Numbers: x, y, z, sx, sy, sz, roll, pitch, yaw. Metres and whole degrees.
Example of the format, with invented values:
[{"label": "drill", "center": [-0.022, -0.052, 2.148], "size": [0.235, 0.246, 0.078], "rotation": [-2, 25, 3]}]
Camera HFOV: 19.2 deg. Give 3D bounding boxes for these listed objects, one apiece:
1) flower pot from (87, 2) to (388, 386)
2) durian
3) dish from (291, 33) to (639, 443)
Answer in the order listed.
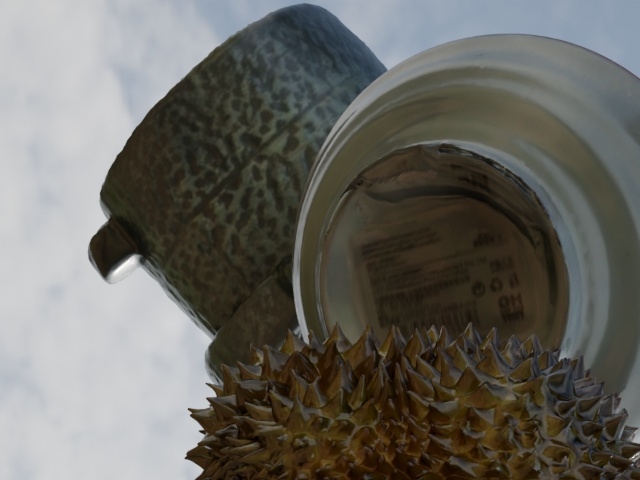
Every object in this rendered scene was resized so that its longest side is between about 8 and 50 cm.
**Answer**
[{"label": "flower pot", "center": [0.000, 0.000, 1.418], "size": [0.283, 0.299, 0.299], "rotation": [48, -37, 10]}, {"label": "durian", "center": [0.037, 0.103, 0.636], "size": [0.137, 0.168, 0.158], "rotation": [80, 8, -73]}, {"label": "dish", "center": [0.077, 0.022, 0.974], "size": [0.260, 0.085, 0.260], "rotation": [2, -85, 31]}]
